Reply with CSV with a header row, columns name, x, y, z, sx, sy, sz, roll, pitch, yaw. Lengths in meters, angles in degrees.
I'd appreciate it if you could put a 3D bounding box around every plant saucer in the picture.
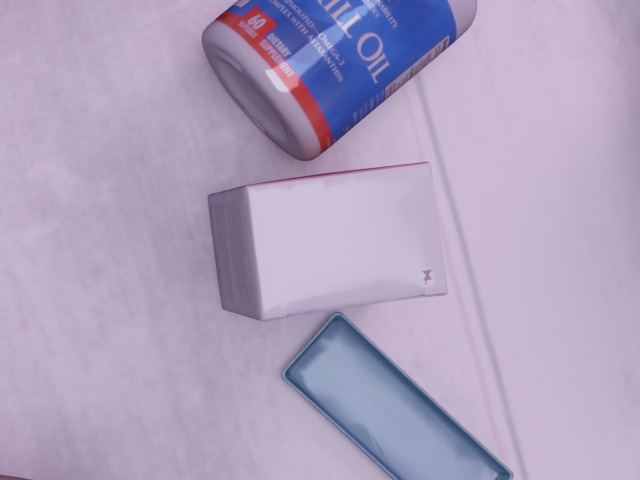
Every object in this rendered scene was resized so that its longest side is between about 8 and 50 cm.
name,x,y,z,sx,sy,sz,roll,pitch,yaw
plant saucer,0.058,0.141,1.132,0.192,0.018,0.067,43,81,-10

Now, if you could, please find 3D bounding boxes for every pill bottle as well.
name,x,y,z,sx,sy,sz,roll,pitch,yaw
pill bottle,0.034,-0.171,1.074,0.221,0.124,0.124,-42,98,-10

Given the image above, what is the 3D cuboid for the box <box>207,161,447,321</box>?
name,x,y,z,sx,sy,sz,roll,pitch,yaw
box,0.000,0.000,1.041,0.130,0.170,0.091,-8,91,-13

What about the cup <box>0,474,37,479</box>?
name,x,y,z,sx,sy,sz,roll,pitch,yaw
cup,-0.308,0.278,0.926,0.237,0.331,0.331,17,86,13
